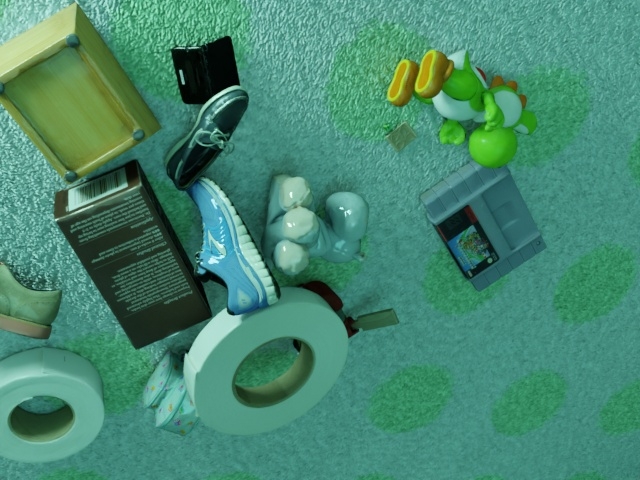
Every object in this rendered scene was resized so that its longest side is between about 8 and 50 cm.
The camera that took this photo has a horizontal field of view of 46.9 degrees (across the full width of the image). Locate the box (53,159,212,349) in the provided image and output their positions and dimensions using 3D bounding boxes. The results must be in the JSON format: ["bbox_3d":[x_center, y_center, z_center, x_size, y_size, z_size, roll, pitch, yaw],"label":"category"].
[{"bbox_3d":[-0.398,0.036,1.601,0.191,0.143,0.381,-23,124,-5],"label":"box"}]

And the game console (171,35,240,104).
[{"bbox_3d":[-0.231,-0.345,1.494,0.107,0.071,0.122,2,125,15],"label":"game console"}]

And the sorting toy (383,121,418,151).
[{"bbox_3d":[0.179,-0.247,1.694,0.062,0.012,0.083,-37,129,12],"label":"sorting toy"}]

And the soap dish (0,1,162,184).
[{"bbox_3d":[-0.473,-0.262,1.399,0.229,0.118,0.291,-30,124,1],"label":"soap dish"}]

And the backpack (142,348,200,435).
[{"bbox_3d":[-0.347,0.373,1.796,0.144,0.188,0.166,28,109,-31],"label":"backpack"}]

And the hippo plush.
[{"bbox_3d":[0.000,0.000,1.653,0.237,0.234,0.294,6,118,-21],"label":"hippo plush"}]

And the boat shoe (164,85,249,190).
[{"bbox_3d":[-0.228,-0.207,1.514,0.254,0.079,0.095,-42,145,19],"label":"boat shoe"}]

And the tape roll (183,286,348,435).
[{"bbox_3d":[-0.120,0.282,1.694,0.392,0.072,0.392,-17,129,-22],"label":"tape roll"}]

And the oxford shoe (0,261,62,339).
[{"bbox_3d":[-0.725,0.097,1.562,0.348,0.123,0.130,25,84,-29],"label":"oxford shoe"}]

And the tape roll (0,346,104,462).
[{"bbox_3d":[-0.661,0.394,1.756,0.286,0.100,0.286,-8,123,-13],"label":"tape roll"}]

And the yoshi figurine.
[{"bbox_3d":[0.330,-0.270,1.637,0.362,0.203,0.203,17,130,-30],"label":"yoshi figurine"}]

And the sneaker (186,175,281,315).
[{"bbox_3d":[-0.216,0.010,1.548,0.147,0.330,0.130,-28,160,-4],"label":"sneaker"}]

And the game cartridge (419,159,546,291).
[{"bbox_3d":[0.419,-0.040,1.881,0.230,0.068,0.355,-37,125,1],"label":"game cartridge"}]

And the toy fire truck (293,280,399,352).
[{"bbox_3d":[0.046,0.195,1.857,0.246,0.158,0.217,-31,126,-13],"label":"toy fire truck"}]
